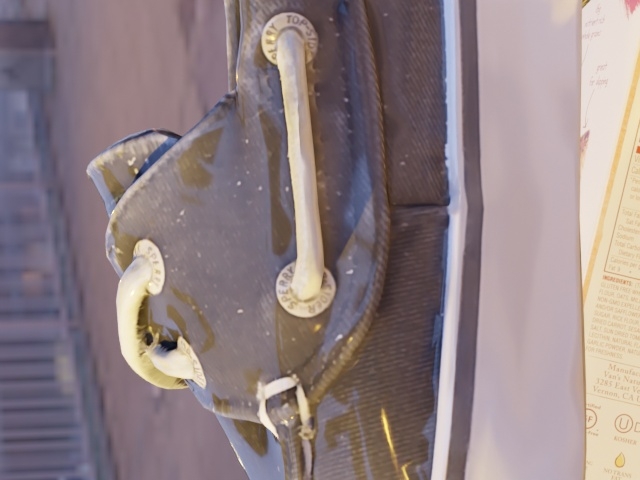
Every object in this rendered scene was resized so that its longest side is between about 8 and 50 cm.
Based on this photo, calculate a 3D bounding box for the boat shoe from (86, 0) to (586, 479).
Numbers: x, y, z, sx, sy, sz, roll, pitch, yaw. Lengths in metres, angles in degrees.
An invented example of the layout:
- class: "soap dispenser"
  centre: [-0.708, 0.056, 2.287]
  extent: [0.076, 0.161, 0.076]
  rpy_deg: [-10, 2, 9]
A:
- class: "boat shoe"
  centre: [0.000, 0.000, 0.421]
  extent: [0.108, 0.102, 0.301]
  rpy_deg: [141, 132, -82]

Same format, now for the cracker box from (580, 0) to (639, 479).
- class: "cracker box"
  centre: [0.118, -0.001, 0.810]
  extent: [0.156, 0.067, 0.232]
  rpy_deg: [-172, 97, -80]

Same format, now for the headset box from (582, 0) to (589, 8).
- class: "headset box"
  centre: [0.097, -0.212, 0.579]
  extent: [0.283, 0.131, 0.246]
  rpy_deg: [-46, 12, 46]
